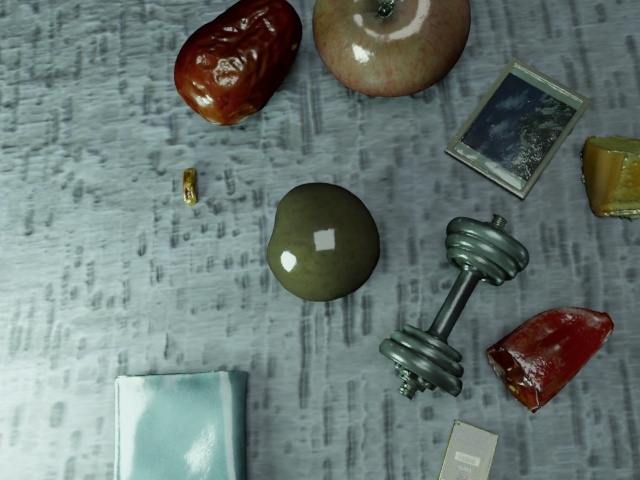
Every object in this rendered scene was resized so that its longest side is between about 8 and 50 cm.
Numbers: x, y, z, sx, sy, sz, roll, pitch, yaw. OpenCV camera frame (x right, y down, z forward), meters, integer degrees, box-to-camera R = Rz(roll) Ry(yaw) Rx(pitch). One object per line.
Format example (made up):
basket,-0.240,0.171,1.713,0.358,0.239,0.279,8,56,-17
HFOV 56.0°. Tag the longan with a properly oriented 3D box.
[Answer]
longan,0.000,0.000,1.225,0.248,0.248,0.248,-1,76,6

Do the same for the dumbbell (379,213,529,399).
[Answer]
dumbbell,0.263,0.127,1.186,0.179,0.179,0.406,28,82,12

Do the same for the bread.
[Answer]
bread,0.630,-0.150,1.278,0.140,0.169,0.160,1,36,6

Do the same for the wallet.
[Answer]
wallet,-0.291,0.400,1.245,0.290,0.054,0.251,-5,75,6

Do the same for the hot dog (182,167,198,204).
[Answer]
hot dog,-0.301,-0.127,1.381,0.030,0.034,0.090,-7,77,5

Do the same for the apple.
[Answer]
apple,0.147,-0.474,1.295,0.345,0.269,0.344,-1,78,6

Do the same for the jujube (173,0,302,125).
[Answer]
jujube,-0.180,-0.408,1.352,0.223,0.223,0.318,36,79,13

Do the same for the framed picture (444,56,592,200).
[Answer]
framed picture,0.438,-0.252,1.339,0.209,0.019,0.281,33,82,13

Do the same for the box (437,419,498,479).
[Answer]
box,0.291,0.434,1.189,0.090,0.023,0.133,16,79,11

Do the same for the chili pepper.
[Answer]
chili pepper,0.461,0.205,1.193,0.253,0.136,0.144,-34,31,-13
